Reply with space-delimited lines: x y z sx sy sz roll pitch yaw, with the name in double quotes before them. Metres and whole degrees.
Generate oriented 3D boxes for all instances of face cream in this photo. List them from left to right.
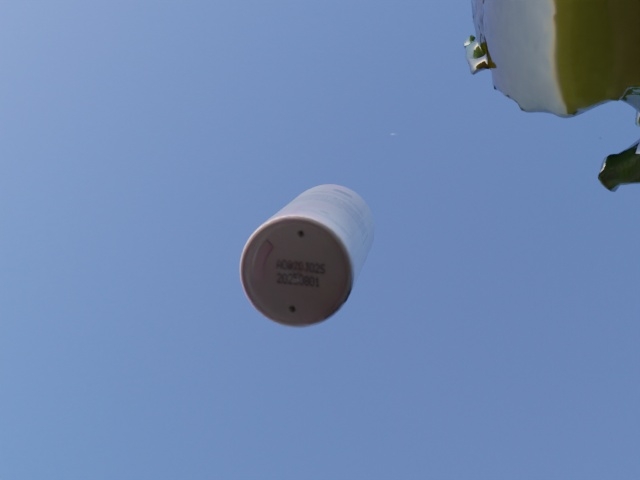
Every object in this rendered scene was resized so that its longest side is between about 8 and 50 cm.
"face cream" 0.000 0.000 0.876 0.102 0.345 0.101 1 -82 8

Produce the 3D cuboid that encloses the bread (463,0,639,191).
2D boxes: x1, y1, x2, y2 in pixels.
"bread" 0.170 -0.235 0.413 0.208 0.251 0.376 22 -48 43
